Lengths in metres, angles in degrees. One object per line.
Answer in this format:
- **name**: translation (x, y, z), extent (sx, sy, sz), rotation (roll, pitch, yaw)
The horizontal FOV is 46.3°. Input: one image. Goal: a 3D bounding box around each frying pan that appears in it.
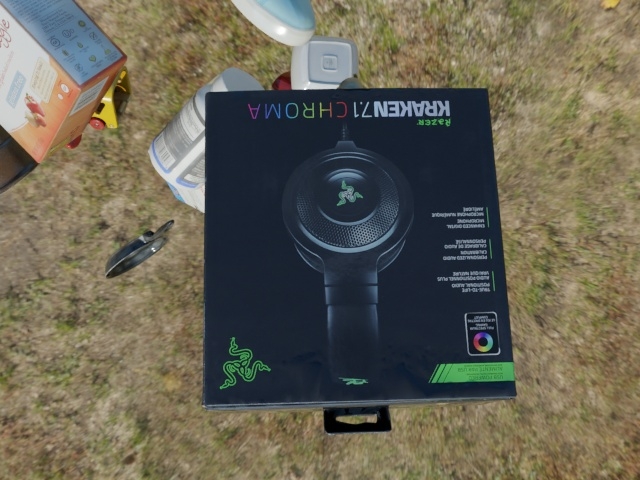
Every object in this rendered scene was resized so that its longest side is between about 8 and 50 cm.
- **frying pan**: translation (-0.479, 0.022, 1.934), extent (0.197, 0.326, 0.053), rotation (-34, 86, -19)

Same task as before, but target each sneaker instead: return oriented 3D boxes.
- **sneaker**: translation (-0.095, -0.491, 1.189), extent (0.150, 0.135, 0.365), rotation (-36, 80, 50)

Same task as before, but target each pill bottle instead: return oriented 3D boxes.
- **pill bottle**: translation (-0.122, -0.124, 0.833), extent (0.137, 0.078, 0.078), rotation (-38, 86, 32)

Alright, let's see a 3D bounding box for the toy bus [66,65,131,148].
- **toy bus**: translation (-0.439, -0.274, 1.327), extent (0.202, 0.104, 0.191), rotation (-30, 63, -23)

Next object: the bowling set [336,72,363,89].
- **bowling set**: translation (-0.049, -0.105, 1.099), extent (0.200, 0.154, 0.286), rotation (7, 71, -4)

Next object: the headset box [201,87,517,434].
- **headset box**: translation (0.024, 0.024, 0.653), extent (0.247, 0.131, 0.282), rotation (-1, 75, -2)

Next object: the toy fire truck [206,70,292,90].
- **toy fire truck**: translation (-0.120, -0.310, 1.722), extent (0.158, 0.246, 0.217), rotation (41, 93, 30)

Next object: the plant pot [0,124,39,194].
- **plant pot**: translation (-0.423, -0.139, 0.844), extent (0.167, 0.167, 0.165), rotation (-20, 126, 8)

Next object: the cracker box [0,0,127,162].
- **cracker box**: translation (-0.304, -0.202, 0.692), extent (0.232, 0.156, 0.067), rotation (48, 53, -7)

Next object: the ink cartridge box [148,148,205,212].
- **ink cartridge box**: translation (-0.263, -0.140, 1.630), extent (0.203, 0.148, 0.086), rotation (25, 60, 42)

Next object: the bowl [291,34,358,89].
- **bowl**: translation (0.014, -0.351, 1.519), extent (0.142, 0.053, 0.142), rotation (2, 84, -12)
